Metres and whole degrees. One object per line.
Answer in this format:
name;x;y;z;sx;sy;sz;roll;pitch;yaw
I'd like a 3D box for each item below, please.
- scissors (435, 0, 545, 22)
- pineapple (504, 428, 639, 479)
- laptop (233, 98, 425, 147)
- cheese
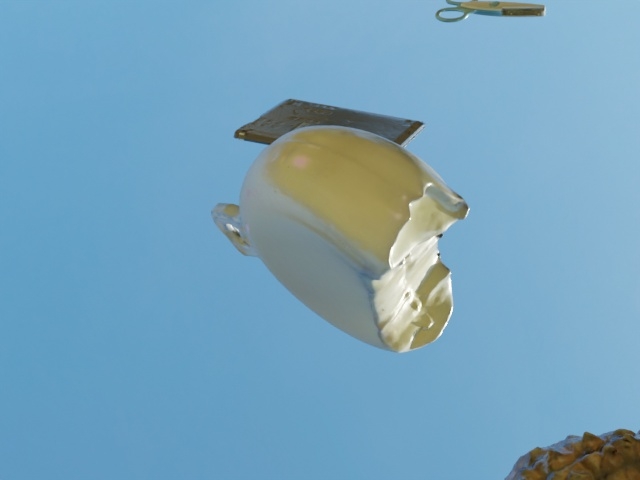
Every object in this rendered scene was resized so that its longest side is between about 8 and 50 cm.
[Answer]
scissors;0.185;-0.252;0.969;0.119;0.014;0.058;11;-129;29
pineapple;0.240;0.157;0.535;0.248;0.128;0.128;-22;-128;23
laptop;0.012;-0.122;0.992;0.180;0.016;0.129;14;-147;23
cheese;-0.012;-0.015;0.580;0.249;0.163;0.071;23;-117;42
